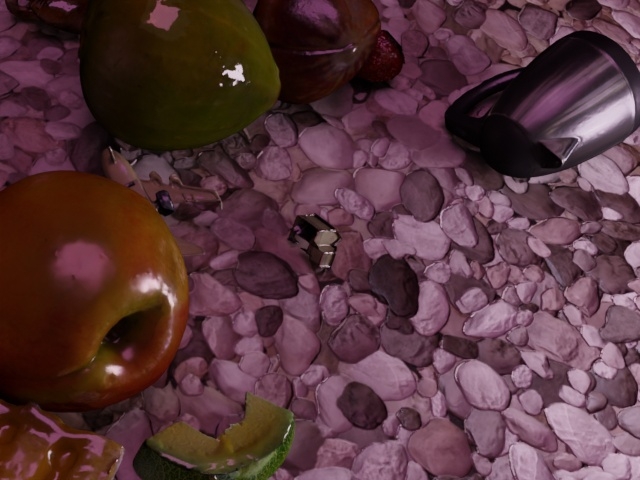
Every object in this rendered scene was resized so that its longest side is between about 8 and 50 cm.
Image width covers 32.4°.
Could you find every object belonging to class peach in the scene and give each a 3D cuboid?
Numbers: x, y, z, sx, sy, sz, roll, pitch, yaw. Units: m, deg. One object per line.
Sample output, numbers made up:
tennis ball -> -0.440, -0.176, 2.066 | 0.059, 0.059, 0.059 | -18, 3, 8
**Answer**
peach -> -0.326, 0.058, 1.398 | 0.307, 0.308, 0.332 | -27, 47, -30

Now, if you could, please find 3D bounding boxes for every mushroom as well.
mushroom -> -0.442, -0.402, 1.843 | 0.170, 0.080, 0.135 | -7, 45, -23

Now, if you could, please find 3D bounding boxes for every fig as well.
fig -> -0.211, -0.275, 1.680 | 0.316, 0.316, 0.316 | 7, 52, -9

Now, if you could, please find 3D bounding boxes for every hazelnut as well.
hazelnut -> -0.014, -0.330, 1.806 | 0.229, 0.229, 0.230 | 7, 52, -9

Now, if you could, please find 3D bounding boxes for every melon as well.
melon -> -0.125, 0.269, 1.425 | 0.209, 0.064, 0.118 | -25, 58, -32

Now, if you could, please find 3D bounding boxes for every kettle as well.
kettle -> 0.365, -0.216, 1.837 | 0.271, 0.207, 0.251 | -35, 75, -25

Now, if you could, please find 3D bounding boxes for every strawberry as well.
strawberry -> 0.094, -0.317, 1.910 | 0.106, 0.106, 0.106 | 7, 52, -9

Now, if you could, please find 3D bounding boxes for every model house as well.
model house -> 0.000, 0.000, 1.671 | 0.058, 0.057, 0.083 | -1, 28, -47

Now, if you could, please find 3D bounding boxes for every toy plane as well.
toy plane -> -0.269, -0.050, 1.613 | 0.229, 0.092, 0.244 | -25, 65, -13

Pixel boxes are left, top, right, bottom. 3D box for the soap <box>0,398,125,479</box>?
soap -> -0.416, 0.338, 1.235 | 0.293, 0.156, 0.335 | 18, 51, 3
